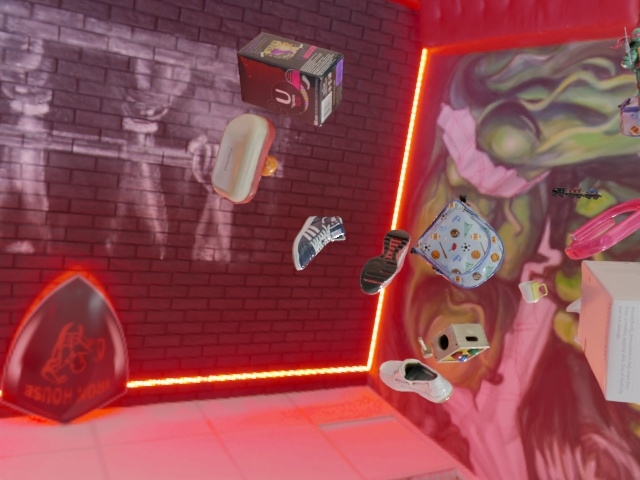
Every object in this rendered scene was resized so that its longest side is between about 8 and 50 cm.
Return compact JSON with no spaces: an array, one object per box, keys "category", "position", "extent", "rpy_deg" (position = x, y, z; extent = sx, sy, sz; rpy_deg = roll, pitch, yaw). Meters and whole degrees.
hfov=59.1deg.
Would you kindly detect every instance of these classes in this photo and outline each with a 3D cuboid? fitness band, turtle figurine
[{"category":"fitness band","position":[0.910,-0.038,1.794],"extent":[0.290,0.054,0.209],"rpy_deg":[-34,-179,-2]},{"category":"turtle figurine","position":[0.895,-0.495,1.541],"extent":[0.175,0.234,0.118],"rpy_deg":[-25,-159,8]}]

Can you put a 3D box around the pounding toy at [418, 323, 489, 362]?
[{"category":"pounding toy","position":[0.403,0.353,1.825],"extent":[0.180,0.094,0.206],"rpy_deg":[5,146,-28]}]

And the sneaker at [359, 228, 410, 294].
[{"category":"sneaker","position":[0.245,0.102,2.031],"extent":[0.115,0.136,0.314],"rpy_deg":[17,-132,27]}]

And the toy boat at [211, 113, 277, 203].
[{"category":"toy boat","position":[-0.175,-0.207,1.465],"extent":[0.151,0.231,0.151],"rpy_deg":[6,-163,-47]}]

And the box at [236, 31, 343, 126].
[{"category":"box","position":[-0.085,-0.461,1.612],"extent":[0.270,0.165,0.143],"rpy_deg":[21,-129,18]}]

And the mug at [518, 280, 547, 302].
[{"category":"mug","position":[0.703,0.172,1.875],"extent":[0.062,0.064,0.078],"rpy_deg":[-16,-178,-30]}]

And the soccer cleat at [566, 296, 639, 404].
[{"category":"soccer cleat","position":[0.816,0.311,1.610],"extent":[0.143,0.332,0.116],"rpy_deg":[-28,161,33]}]

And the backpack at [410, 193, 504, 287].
[{"category":"backpack","position":[0.474,0.022,1.876],"extent":[0.263,0.277,0.213],"rpy_deg":[40,-166,6]}]

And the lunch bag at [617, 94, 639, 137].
[{"category":"lunch bag","position":[1.094,-0.405,1.764],"extent":[0.303,0.115,0.243],"rpy_deg":[4,-156,35]}]

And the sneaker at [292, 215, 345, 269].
[{"category":"sneaker","position":[0.000,0.000,2.092],"extent":[0.153,0.099,0.282],"rpy_deg":[-2,-143,21]}]

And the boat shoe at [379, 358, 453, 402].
[{"category":"boat shoe","position":[0.271,0.395,1.691],"extent":[0.098,0.096,0.277],"rpy_deg":[-43,-154,-28]}]

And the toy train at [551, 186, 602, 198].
[{"category":"toy train","position":[0.842,-0.157,1.859],"extent":[0.158,0.036,0.027],"rpy_deg":[9,-177,39]}]

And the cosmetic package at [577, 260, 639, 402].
[{"category":"cosmetic package","position":[0.675,0.183,1.237],"extent":[0.156,0.218,0.385],"rpy_deg":[2,-172,18]}]
